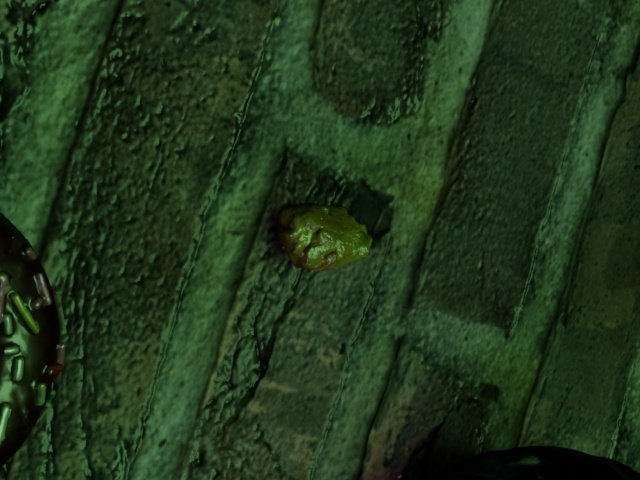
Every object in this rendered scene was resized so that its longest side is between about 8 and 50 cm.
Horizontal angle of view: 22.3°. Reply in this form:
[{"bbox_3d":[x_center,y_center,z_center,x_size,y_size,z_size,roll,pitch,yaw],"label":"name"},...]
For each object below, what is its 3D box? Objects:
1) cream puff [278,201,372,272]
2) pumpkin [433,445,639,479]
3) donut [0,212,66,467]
[{"bbox_3d":[0.000,0.000,1.438,0.083,0.058,0.083,40,35,3],"label":"cream puff"},{"bbox_3d":[0.206,0.369,1.503,0.363,0.266,0.363,10,72,-33],"label":"pumpkin"},{"bbox_3d":[-0.303,0.078,1.171,0.269,0.103,0.270,-5,98,-41],"label":"donut"}]
